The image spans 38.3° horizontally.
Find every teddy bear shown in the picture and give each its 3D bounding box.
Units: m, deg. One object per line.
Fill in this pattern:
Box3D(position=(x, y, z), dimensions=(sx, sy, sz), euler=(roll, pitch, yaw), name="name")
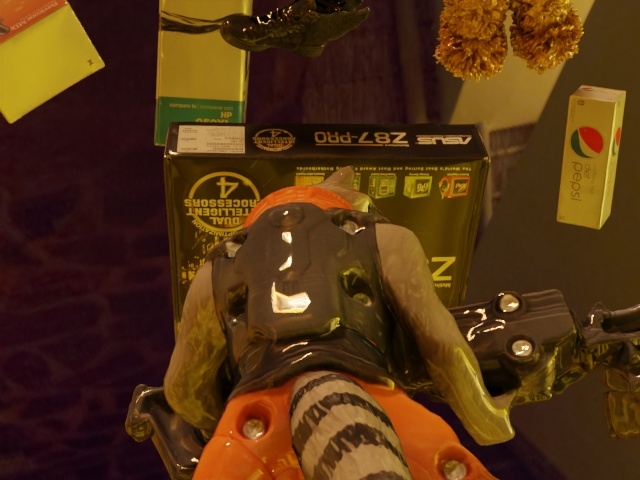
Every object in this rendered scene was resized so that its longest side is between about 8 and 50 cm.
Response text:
Box3D(position=(0.200, -0.330, 0.979), dimensions=(0.245, 0.338, 0.113), euler=(9, -153, -2), name="teddy bear")

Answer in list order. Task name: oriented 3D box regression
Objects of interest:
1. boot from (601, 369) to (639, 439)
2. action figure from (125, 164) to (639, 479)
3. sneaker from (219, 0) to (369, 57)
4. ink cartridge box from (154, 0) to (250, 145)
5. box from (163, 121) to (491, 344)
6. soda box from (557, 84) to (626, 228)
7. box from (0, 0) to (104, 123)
Box3D(position=(0.497, 0.131, 1.272), dimensions=(0.223, 0.118, 0.338), euler=(6, -85, 33), name="boot")
Box3D(position=(0.046, 0.062, 0.474), dimensions=(0.341, 0.178, 0.330), euler=(-15, -145, -1), name="action figure")
Box3D(position=(-0.032, -0.272, 1.128), dimensions=(0.170, 0.089, 0.051), euler=(2, -125, -29), name="sneaker")
Box3D(position=(-0.220, -0.384, 1.790), dimensions=(0.166, 0.285, 0.394), euler=(3, -80, -3), name="ink cartridge box")
Box3D(position=(0.000, 0.000, 1.214), dimensions=(0.395, 0.318, 0.097), euler=(0, -141, -6), name="box")
Box3D(position=(0.430, -0.132, 1.468), dimensions=(0.074, 0.216, 0.069), euler=(13, -150, 27), name="soda box")
Box3D(position=(-0.352, -0.236, 1.076), dimensions=(0.130, 0.091, 0.170), euler=(-35, -135, -11), name="box")
